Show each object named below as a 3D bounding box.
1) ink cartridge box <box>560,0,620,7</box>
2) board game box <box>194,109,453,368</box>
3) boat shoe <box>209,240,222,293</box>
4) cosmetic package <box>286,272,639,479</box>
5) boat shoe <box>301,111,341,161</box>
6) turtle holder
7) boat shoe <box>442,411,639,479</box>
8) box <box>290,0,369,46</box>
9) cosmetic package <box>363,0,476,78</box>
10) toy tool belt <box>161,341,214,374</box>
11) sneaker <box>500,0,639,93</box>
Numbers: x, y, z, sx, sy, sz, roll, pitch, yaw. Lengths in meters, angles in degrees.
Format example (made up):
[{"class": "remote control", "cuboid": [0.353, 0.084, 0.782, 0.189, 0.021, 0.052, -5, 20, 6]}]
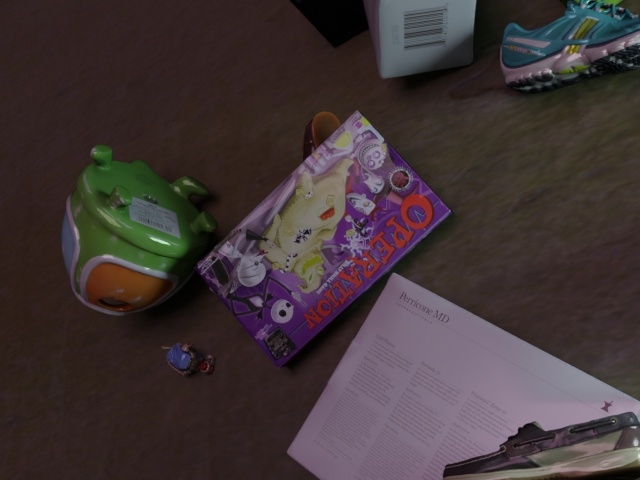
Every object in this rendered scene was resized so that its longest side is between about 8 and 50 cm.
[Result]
[{"class": "ink cartridge box", "cuboid": [0.425, -0.464, 1.243, 0.255, 0.097, 0.189, -37, 52, 15]}, {"class": "board game box", "cuboid": [0.000, 0.000, 1.290, 0.347, 0.056, 0.208, -44, 82, 9]}, {"class": "boat shoe", "cuboid": [-0.170, 0.043, 1.446, 0.035, 0.035, 0.100, -11, 63, 30]}, {"class": "cosmetic package", "cuboid": [0.174, 0.244, 1.074, 0.377, 0.097, 0.284, 29, 88, 39]}, {"class": "boat shoe", "cuboid": [0.010, -0.097, 1.373, 0.073, 0.073, 0.207, 141, 130, -62]}, {"class": "turtle holder", "cuboid": [-0.339, -0.022, 1.465, 0.320, 0.243, 0.227, 43, 113, 31]}, {"class": "boat shoe", "cuboid": [0.238, 0.232, 0.933, 0.223, 0.080, 0.073, -15, 55, 21]}, {"class": "box", "cuboid": [-0.004, -0.497, 1.496, 0.103, 0.184, 0.261, -23, 57, 21]}, {"class": "cosmetic package", "cuboid": [0.129, -0.471, 1.350, 0.156, 0.217, 0.385, -8, 62, 1]}, {"class": "toy tool belt", "cuboid": [-0.217, 0.191, 1.397, 0.083, 0.051, 0.052, 18, 79, 38]}, {"class": "sneaker", "cuboid": [0.371, -0.281, 1.169, 0.275, 0.107, 0.110, -9, 83, 30]}]
